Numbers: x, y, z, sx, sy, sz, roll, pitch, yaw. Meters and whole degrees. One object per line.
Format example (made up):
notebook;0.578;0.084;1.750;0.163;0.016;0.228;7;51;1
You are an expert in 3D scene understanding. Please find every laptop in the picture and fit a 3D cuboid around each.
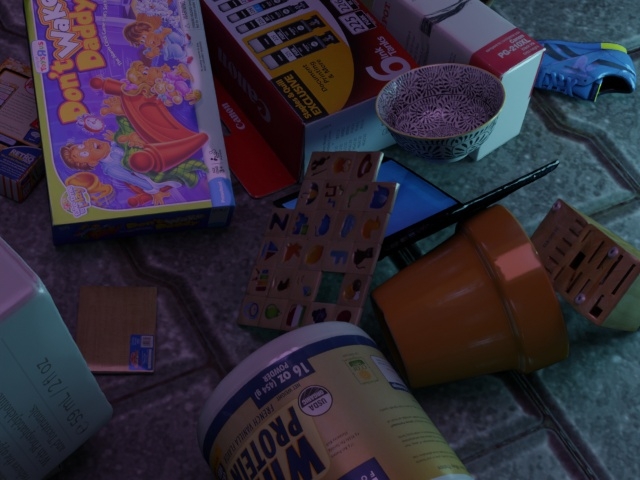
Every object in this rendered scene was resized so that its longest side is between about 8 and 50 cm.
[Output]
laptop;0.121;-0.071;1.649;0.234;0.264;0.136;-25;85;-41

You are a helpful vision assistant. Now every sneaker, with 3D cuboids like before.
sneaker;0.366;-0.247;1.919;0.209;0.069;0.082;-1;55;-8

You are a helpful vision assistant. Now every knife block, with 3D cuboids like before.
knife block;0.373;0.058;1.562;0.242;0.088;0.275;30;10;-22

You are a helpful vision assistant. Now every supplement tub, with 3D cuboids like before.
supplement tub;0.034;0.268;1.363;0.228;0.228;0.316;-23;57;-23

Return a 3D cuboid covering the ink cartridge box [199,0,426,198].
ink cartridge box;-0.051;-0.242;1.827;0.272;0.130;0.309;-25;58;-23

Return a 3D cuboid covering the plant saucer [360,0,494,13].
plant saucer;0.144;-0.416;2.047;0.278;0.041;0.277;3;52;-4

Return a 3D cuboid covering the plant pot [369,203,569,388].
plant pot;0.169;0.085;1.561;0.188;0.205;0.205;-23;56;-5

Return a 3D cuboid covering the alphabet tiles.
alphabet tiles;0.000;0.000;1.581;0.198;0.009;0.237;4;71;44

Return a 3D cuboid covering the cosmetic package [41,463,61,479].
cosmetic package;-0.342;0.217;1.469;0.041;0.060;0.115;-30;62;-28

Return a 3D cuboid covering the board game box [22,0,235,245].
board game box;-0.258;-0.178;1.715;0.233;0.078;0.347;-7;71;-13

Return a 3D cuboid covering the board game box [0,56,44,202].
board game box;-0.417;-0.154;1.767;0.147;0.045;0.193;23;52;12

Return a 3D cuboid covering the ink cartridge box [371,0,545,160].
ink cartridge box;0.183;-0.256;1.837;0.100;0.172;0.237;-33;62;-30

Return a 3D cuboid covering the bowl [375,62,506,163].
bowl;0.160;-0.154;1.701;0.170;0.080;0.170;-6;39;5

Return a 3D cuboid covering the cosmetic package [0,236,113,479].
cosmetic package;-0.483;0.140;1.298;0.394;0.329;0.327;-41;65;-17

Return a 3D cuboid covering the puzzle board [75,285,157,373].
puzzle board;-0.252;0.110;1.596;0.096;0.011;0.128;1;52;-7
